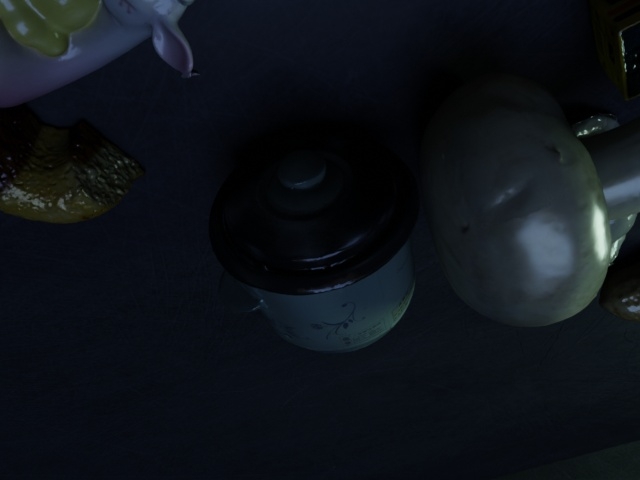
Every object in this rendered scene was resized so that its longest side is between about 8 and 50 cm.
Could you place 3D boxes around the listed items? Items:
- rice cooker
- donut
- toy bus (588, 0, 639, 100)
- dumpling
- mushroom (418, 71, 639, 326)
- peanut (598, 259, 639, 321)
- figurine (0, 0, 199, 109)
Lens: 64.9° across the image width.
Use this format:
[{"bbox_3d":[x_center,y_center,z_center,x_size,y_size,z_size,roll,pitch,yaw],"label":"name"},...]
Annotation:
[{"bbox_3d":[0.000,0.000,0.688,0.316,0.264,0.317,-24,142,-21],"label":"rice cooker"},{"bbox_3d":[-0.380,-0.107,0.611,0.151,0.112,0.295,-29,134,17],"label":"donut"},{"bbox_3d":[0.485,-0.291,0.549,0.335,0.123,0.121,-26,135,18],"label":"toy bus"},{"bbox_3d":[0.430,-0.083,0.774,0.172,0.142,0.247,-34,117,-22],"label":"dumpling"},{"bbox_3d":[0.247,-0.059,0.604,0.315,0.315,0.356,9,156,-19],"label":"mushroom"},{"bbox_3d":[0.677,0.088,1.009,0.224,0.129,0.129,-36,132,24],"label":"peanut"},{"bbox_3d":[-0.214,-0.248,0.423,0.315,0.206,0.284,-19,149,3],"label":"figurine"}]
